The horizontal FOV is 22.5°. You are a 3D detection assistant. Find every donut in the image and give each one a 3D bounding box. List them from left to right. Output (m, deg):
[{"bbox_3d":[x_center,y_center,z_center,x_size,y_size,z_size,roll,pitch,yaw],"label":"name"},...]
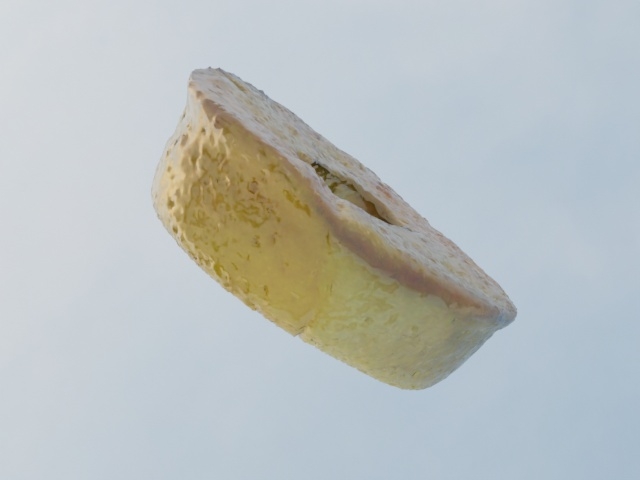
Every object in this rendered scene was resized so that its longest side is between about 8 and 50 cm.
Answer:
[{"bbox_3d":[0.000,0.000,1.198,0.303,0.303,0.110,42,-80,28],"label":"donut"}]
